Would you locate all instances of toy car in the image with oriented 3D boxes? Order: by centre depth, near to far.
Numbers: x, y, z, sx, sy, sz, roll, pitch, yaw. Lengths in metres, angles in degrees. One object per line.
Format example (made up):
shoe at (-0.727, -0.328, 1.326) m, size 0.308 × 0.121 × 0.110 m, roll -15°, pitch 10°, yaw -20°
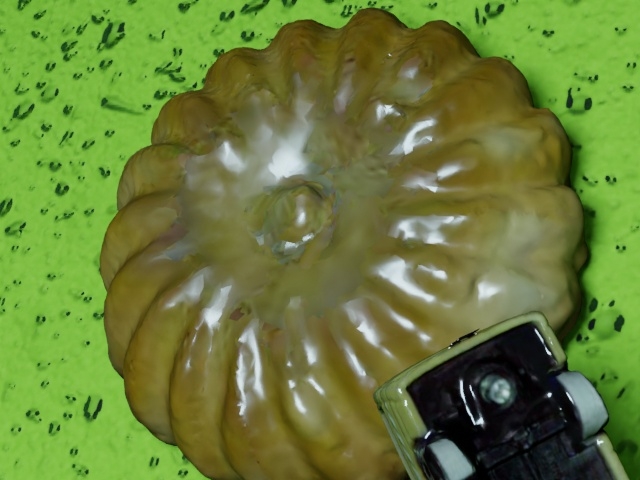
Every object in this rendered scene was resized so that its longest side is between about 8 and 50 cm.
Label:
toy car at (0.123, 0.168, 0.959) m, size 0.101 × 0.124 × 0.256 m, roll -26°, pitch 87°, yaw -12°

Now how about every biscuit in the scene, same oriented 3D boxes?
biscuit at (0.000, 0.000, 1.120) m, size 0.326 × 0.107 × 0.325 m, roll -9°, pitch 67°, yaw 21°
